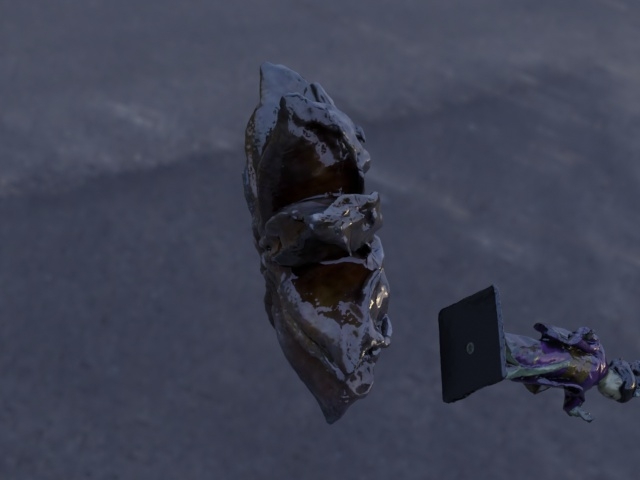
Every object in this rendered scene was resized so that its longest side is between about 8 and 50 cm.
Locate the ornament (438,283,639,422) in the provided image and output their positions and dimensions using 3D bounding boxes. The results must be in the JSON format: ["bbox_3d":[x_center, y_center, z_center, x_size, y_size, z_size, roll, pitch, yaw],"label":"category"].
[{"bbox_3d":[0.198,0.111,1.592,0.203,0.081,0.088,20,-28,-31],"label":"ornament"}]

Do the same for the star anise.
[{"bbox_3d":[0.000,-0.001,1.710,0.117,0.332,0.332,-6,23,-8],"label":"star anise"}]
